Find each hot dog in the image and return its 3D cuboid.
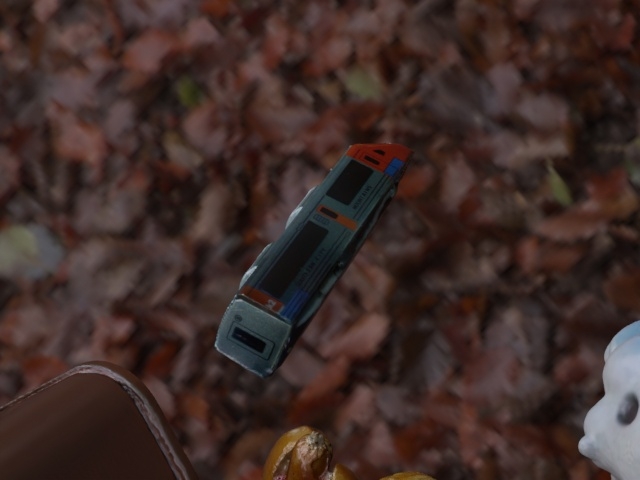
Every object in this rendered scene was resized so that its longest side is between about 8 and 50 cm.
[{"bbox_3d":[-0.022,0.217,1.231,0.092,0.062,0.235,47,136,43],"label":"hot dog"}]

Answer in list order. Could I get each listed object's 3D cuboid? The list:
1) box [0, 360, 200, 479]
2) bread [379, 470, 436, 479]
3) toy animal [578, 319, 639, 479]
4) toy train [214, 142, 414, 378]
[{"bbox_3d":[-0.190,0.293,1.191,0.239,0.339,0.229,-28,2,40],"label":"box"},{"bbox_3d":[0.064,0.221,1.310,0.044,0.083,0.110,-6,91,45],"label":"bread"},{"bbox_3d":[0.321,0.129,1.432,0.174,0.249,0.289,-1,46,28],"label":"toy animal"},{"bbox_3d":[0.000,0.000,2.002,0.089,0.086,0.409,28,36,5],"label":"toy train"}]
